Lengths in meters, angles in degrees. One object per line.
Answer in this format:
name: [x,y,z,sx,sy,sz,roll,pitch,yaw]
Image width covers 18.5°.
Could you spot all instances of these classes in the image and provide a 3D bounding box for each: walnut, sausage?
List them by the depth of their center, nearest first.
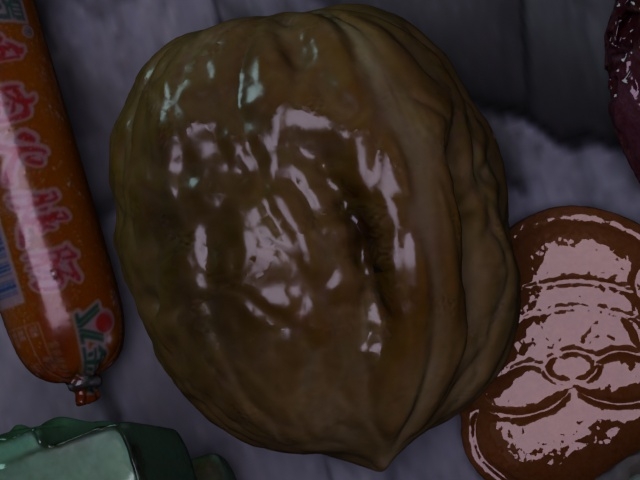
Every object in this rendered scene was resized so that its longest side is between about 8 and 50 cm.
walnut: [0.000,0.000,0.764,0.155,0.155,0.184,-15,89,5]
sausage: [-0.147,-0.098,0.827,0.053,0.053,0.348,-17,87,5]

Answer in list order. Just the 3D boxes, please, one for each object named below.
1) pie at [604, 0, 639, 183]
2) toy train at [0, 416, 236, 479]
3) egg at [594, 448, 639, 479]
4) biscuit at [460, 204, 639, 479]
pie: [0.187,-0.066,0.799,0.153,0.038,0.154,0,87,5]
toy train: [-0.068,0.229,0.744,0.129,0.159,0.326,-21,76,14]
egg: [0.157,0.182,0.726,0.183,0.183,0.217,-35,85,4]
biscuit: [0.106,0.051,0.815,0.102,0.019,0.130,4,90,7]
